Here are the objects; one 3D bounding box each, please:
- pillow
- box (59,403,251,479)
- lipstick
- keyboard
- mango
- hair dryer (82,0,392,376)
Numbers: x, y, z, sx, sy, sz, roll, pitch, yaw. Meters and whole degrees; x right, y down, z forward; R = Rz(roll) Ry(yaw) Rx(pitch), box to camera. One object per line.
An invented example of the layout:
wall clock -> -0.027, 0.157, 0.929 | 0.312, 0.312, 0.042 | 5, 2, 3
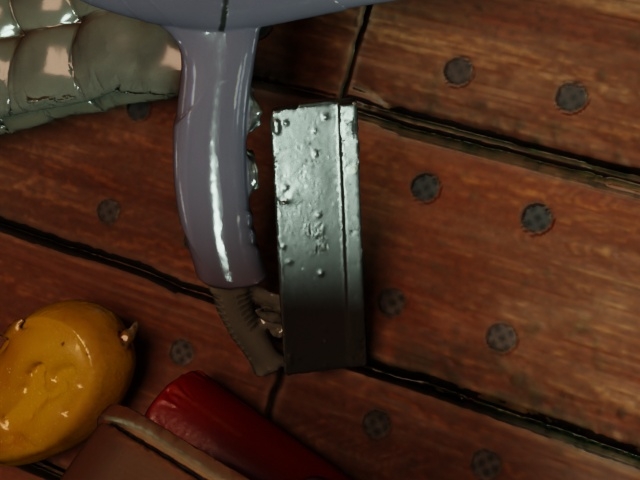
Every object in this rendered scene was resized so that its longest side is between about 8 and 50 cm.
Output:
pillow -> -0.204, -0.194, 1.070 | 0.326, 0.101, 0.228 | -7, 82, 19
box -> -0.043, 0.299, 0.816 | 0.339, 0.239, 0.229 | 26, 65, 27
lipstick -> -0.004, 0.184, 0.948 | 0.279, 0.073, 0.073 | 31, 98, 26
keyboard -> 0.000, 0.000, 0.933 | 0.060, 0.018, 0.196 | -6, 114, -9
mango -> -0.204, 0.110, 1.059 | 0.187, 0.066, 0.101 | -41, 76, 22
hair dryer -> -0.021, -0.079, 0.949 | 0.301, 0.121, 0.361 | -1, 109, -10
